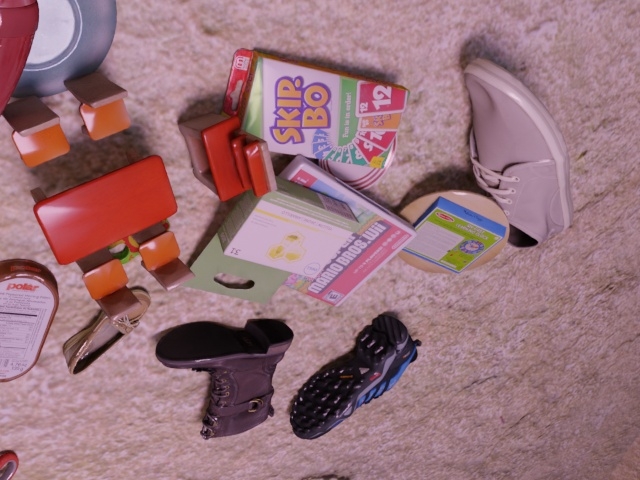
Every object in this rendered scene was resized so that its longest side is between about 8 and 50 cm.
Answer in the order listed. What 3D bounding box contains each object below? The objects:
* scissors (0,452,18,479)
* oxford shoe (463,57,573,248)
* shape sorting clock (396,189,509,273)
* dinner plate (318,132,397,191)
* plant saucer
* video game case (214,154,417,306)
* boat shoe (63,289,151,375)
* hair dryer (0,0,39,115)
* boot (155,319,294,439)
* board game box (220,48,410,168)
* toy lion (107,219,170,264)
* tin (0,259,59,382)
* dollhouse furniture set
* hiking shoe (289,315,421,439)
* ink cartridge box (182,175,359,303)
[{"bbox_3d":[-0.558,0.415,0.834,0.297,0.021,0.109,-52,152,-34],"label":"scissors"},{"bbox_3d":[0.325,-0.118,1.009,0.130,0.169,0.449,-39,138,1],"label":"oxford shoe"},{"bbox_3d":[0.227,-0.012,1.053,0.206,0.040,0.206,5,140,4],"label":"shape sorting clock"},{"bbox_3d":[0.057,-0.138,0.924,0.141,0.017,0.141,-16,130,-21],"label":"dinner plate"},{"bbox_3d":[-0.303,-0.231,0.611,0.195,0.037,0.195,-20,134,-23],"label":"plant saucer"},{"bbox_3d":[0.000,0.000,0.954,0.285,0.025,0.204,27,117,-41],"label":"video game case"},{"bbox_3d":[-0.308,0.134,0.870,0.153,0.048,0.056,-37,133,-3],"label":"boat shoe"},{"bbox_3d":[-0.366,-0.218,0.537,0.223,0.080,0.294,-7,118,14],"label":"hair dryer"},{"bbox_3d":[-0.167,0.252,1.014,0.262,0.091,0.229,1,120,-35],"label":"boot"},{"bbox_3d":[-0.006,-0.178,0.831,0.259,0.039,0.124,6,117,-25],"label":"board game box"},{"bbox_3d":[-0.259,-0.006,0.816,0.100,0.034,0.096,-52,140,10],"label":"toy lion"},{"bbox_3d":[-0.418,0.113,0.797,0.106,0.040,0.190,10,116,-41],"label":"tin"},{"bbox_3d":[-0.198,-0.060,0.704,0.259,0.135,0.262,-30,129,-25],"label":"dollhouse furniture set"},{"bbox_3d":[0.077,0.293,1.177,0.304,0.113,0.132,-42,133,1],"label":"hiking shoe"},{"bbox_3d":[-0.078,0.021,0.880,0.171,0.056,0.235,18,121,-38],"label":"ink cartridge box"}]
